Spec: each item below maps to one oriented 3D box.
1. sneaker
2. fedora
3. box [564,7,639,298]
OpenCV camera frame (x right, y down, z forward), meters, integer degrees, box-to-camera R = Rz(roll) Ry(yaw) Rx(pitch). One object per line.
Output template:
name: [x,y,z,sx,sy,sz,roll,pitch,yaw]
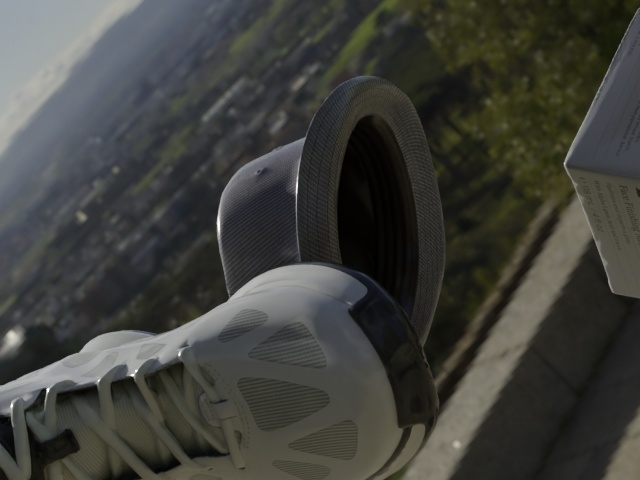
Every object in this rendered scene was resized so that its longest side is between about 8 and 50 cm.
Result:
sneaker: [-0.136,0.150,1.050,0.257,0.169,0.447,-24,4,-40]
fedora: [0.000,0.000,1.222,0.124,0.244,0.275,-6,28,22]
box: [0.306,-0.066,1.274,0.119,0.181,0.182,10,58,33]
